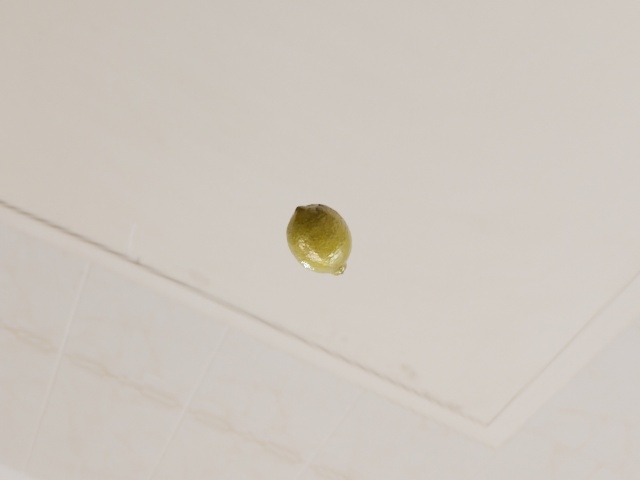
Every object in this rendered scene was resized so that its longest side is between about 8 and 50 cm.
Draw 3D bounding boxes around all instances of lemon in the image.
[{"bbox_3d":[0.000,0.000,1.004,0.083,0.062,0.062,55,-138,-20],"label":"lemon"}]
